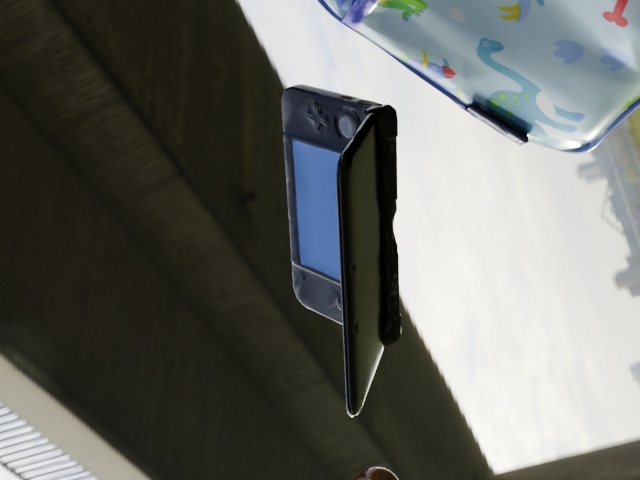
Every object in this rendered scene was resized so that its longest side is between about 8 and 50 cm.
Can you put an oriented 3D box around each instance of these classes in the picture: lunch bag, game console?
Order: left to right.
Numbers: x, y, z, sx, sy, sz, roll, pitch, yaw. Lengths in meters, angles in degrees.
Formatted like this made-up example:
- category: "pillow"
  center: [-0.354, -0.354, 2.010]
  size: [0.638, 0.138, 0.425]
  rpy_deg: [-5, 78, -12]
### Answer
- category: "game console"
  center: [0.000, 0.000, 0.460]
  size: [0.071, 0.107, 0.122]
  rpy_deg: [-22, -59, -37]
- category: "lunch bag"
  center: [0.096, -0.142, 0.406]
  size: [0.176, 0.219, 0.090]
  rpy_deg: [34, -121, -8]

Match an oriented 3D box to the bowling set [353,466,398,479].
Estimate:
- category: "bowling set"
  center: [0.052, 0.349, 1.039]
  size: [0.154, 0.287, 0.200]
  rpy_deg: [-51, -62, -32]
